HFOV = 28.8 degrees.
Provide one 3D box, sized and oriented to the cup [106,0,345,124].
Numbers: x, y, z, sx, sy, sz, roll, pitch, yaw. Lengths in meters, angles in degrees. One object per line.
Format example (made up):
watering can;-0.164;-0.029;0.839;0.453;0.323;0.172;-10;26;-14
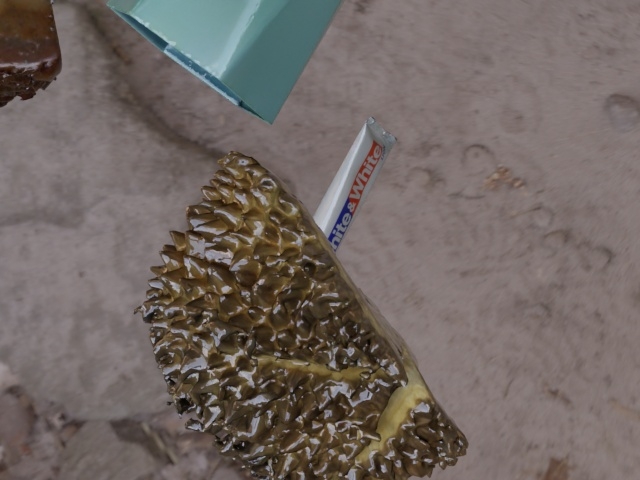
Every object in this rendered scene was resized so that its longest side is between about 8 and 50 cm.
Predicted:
cup;-0.023;-0.215;0.888;0.148;0.134;0.236;38;91;0

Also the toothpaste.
toothpaste;0.000;0.000;1.040;0.033;0.052;0.218;27;87;37

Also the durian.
durian;-0.021;0.045;0.509;0.091;0.188;0.148;-39;104;-2

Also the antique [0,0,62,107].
antique;-0.386;-0.155;1.114;0.310;0.087;0.093;-12;82;-16
